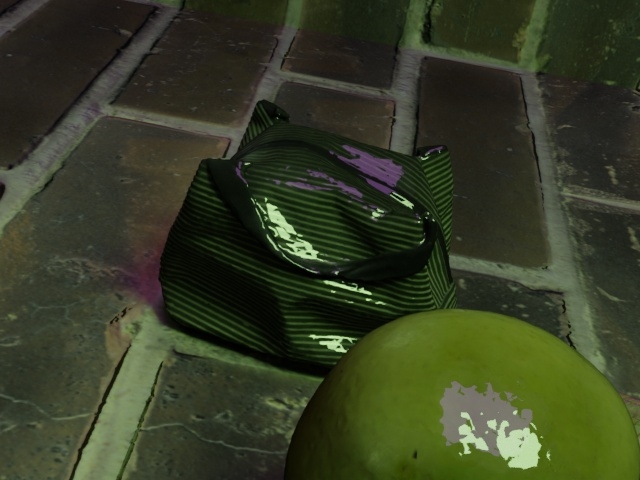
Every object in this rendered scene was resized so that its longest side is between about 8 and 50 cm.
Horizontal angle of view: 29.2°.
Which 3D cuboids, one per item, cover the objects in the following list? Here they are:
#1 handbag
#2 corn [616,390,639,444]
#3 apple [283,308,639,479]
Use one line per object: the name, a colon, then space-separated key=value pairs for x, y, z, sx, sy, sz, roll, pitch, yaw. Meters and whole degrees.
handbag: x=0.000 y=0.000 z=1.382 sx=0.341 sy=0.240 sz=0.247 roll=16 pitch=30 yaw=9
corn: x=0.242 y=0.192 z=1.175 sx=0.127 sy=0.126 sz=0.335 roll=-6 pitch=14 yaw=-31
apple: x=0.111 y=0.202 z=0.980 sx=0.292 sy=0.292 sz=0.254 roll=13 pitch=18 yaw=6
